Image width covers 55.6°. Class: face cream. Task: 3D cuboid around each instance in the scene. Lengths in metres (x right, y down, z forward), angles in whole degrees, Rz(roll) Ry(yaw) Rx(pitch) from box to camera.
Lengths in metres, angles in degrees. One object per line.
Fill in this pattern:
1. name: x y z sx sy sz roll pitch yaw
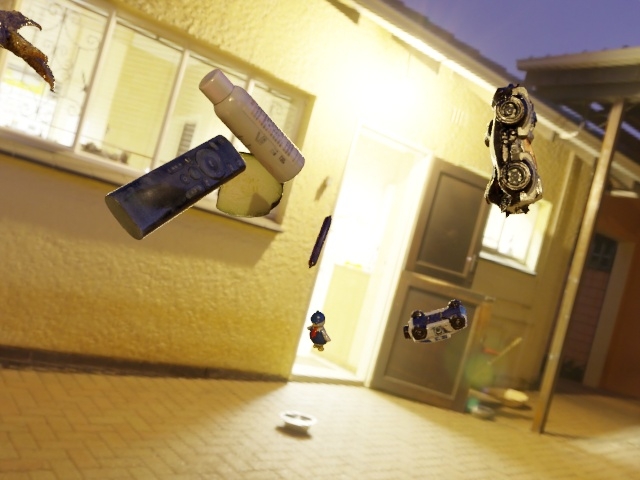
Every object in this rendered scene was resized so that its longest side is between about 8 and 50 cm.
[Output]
1. face cream: -0.139 -0.232 1.233 0.269 0.082 0.082 46 -18 -31

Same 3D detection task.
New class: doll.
1. doll: -0.006 0.262 1.792 0.058 0.142 0.099 -27 40 -37

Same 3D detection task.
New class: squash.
1. squash: -0.201 -0.161 1.783 0.184 0.191 0.085 14 11 -9

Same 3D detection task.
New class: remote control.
1. remote control: -0.291 -0.126 1.291 0.044 0.107 0.377 -27 11 37

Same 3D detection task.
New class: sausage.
1. sausage: 0.000 0.000 1.628 0.025 0.198 0.028 13 -41 10

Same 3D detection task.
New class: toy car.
1. toy car: 0.297 0.218 1.569 0.171 0.070 0.080 -19 25 15
2. toy car: 0.443 -0.210 1.393 0.118 0.301 0.193 0 -10 9

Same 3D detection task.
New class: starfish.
1. starfish: -0.714 -0.465 1.406 0.293 0.084 0.301 46 10 22
